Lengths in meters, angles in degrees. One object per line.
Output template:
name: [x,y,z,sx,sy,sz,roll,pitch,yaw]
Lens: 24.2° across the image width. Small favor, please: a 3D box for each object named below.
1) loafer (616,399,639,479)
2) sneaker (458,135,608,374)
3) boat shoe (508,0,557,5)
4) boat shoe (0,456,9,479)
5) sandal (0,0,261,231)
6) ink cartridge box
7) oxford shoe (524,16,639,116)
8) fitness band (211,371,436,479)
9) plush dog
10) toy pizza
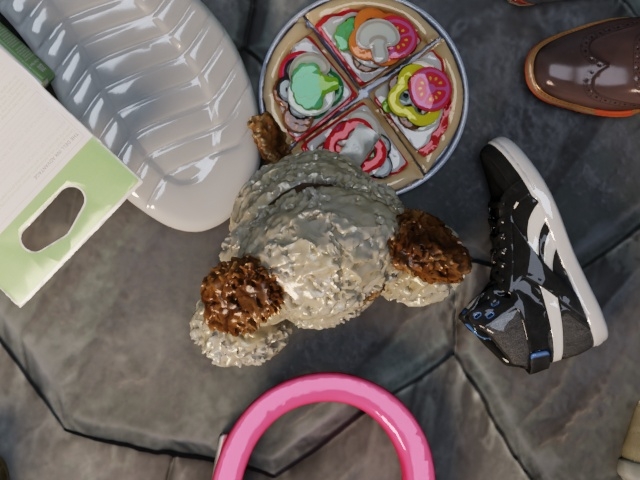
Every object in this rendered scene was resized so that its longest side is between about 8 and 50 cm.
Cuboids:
loafer: [0.401,0.182,1.385,0.251,0.094,0.087,-1,90,-4]
sneaker: [0.170,0.021,1.387,0.121,0.079,0.217,-26,89,-7]
boat shoe: [0.243,-0.257,1.433,0.137,0.043,0.049,-15,85,-7]
boat shoe: [-0.335,0.329,1.287,0.103,0.113,0.302,2,63,5]
sandal: [-0.199,-0.196,1.364,0.169,0.102,0.416,-38,104,-9]
ink cartridge box: [-0.290,-0.082,1.299,0.235,0.056,0.171,43,105,-11]
oxford shoe: [0.330,-0.173,1.404,0.271,0.098,0.097,-5,86,-5]
fitness band: [-0.001,0.265,1.369,0.209,0.054,0.291,7,86,-4]
plush dog: [0.000,0.000,1.283,0.262,0.225,0.210,-19,105,-6]
toy pizza: [0.042,-0.139,1.414,0.201,0.032,0.201,0,86,-4]
